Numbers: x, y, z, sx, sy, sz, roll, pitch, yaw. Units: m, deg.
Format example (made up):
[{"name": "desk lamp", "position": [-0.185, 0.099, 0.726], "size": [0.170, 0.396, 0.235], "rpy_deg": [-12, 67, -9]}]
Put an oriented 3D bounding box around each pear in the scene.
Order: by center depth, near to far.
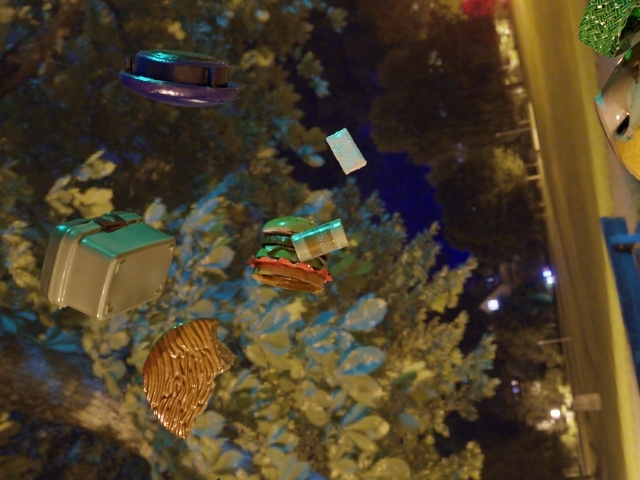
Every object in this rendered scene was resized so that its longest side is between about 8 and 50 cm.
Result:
[{"name": "pear", "position": [0.550, -0.191, 1.185], "size": [0.271, 0.271, 0.271], "rpy_deg": [-10, -90, -76]}]

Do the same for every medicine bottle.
[{"name": "medicine bottle", "position": [0.000, 0.000, 1.283], "size": [0.047, 0.083, 0.047], "rpy_deg": [-20, -90, -87]}]

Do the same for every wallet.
[{"name": "wallet", "position": [0.046, -0.162, 1.457], "size": [0.083, 0.044, 0.011], "rpy_deg": [62, 178, 21]}]

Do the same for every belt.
[{"name": "belt", "position": [0.429, -0.337, 1.181], "size": [0.151, 0.079, 0.121], "rpy_deg": [-2, -54, -61]}]

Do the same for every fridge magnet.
[{"name": "fridge magnet", "position": [-0.301, -0.350, 1.739], "size": [0.265, 0.265, 0.113], "rpy_deg": [-47, -33, -72]}]

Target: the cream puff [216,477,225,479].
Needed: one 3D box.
[{"name": "cream puff", "position": [-0.151, 0.498, 1.486], "size": [0.119, 0.133, 0.104], "rpy_deg": [-19, 50, 63]}]

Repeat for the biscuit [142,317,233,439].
[{"name": "biscuit", "position": [-0.243, 0.257, 1.480], "size": [0.031, 0.176, 0.229], "rpy_deg": [-51, -46, -77]}]

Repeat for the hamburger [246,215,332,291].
[{"name": "hamburger", "position": [-0.051, 0.023, 1.593], "size": [0.175, 0.175, 0.137], "rpy_deg": [42, -121, -67]}]

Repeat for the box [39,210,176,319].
[{"name": "box", "position": [-0.347, 0.039, 1.324], "size": [0.210, 0.129, 0.148], "rpy_deg": [-25, -44, -67]}]
